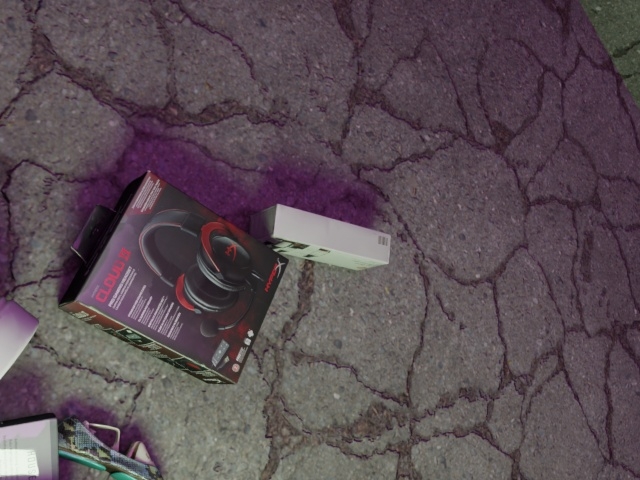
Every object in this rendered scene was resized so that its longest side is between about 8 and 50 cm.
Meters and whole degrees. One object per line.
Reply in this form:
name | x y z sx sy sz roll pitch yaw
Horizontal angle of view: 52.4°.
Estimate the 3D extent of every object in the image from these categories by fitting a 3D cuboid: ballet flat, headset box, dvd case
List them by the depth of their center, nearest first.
dvd case | -0.441 0.317 0.780 0.238 0.029 0.179 -3 96 -32
ballet flat | -0.282 0.299 0.905 0.188 0.070 0.070 37 62 -24
headset box | -0.223 0.055 0.967 0.293 0.110 0.218 34 63 -24

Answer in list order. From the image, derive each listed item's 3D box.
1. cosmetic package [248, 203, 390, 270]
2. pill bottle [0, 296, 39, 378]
cosmetic package | 0.000 0.000 1.140 0.239 0.099 0.061 14 75 -31
pill bottle | -0.529 0.036 0.692 0.407 0.229 0.229 42 60 -20
